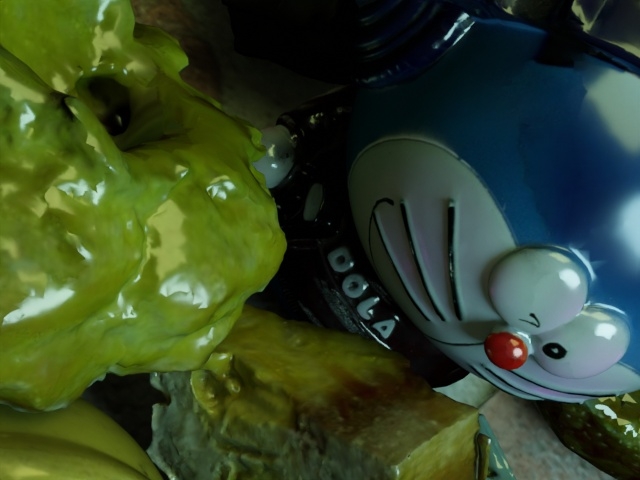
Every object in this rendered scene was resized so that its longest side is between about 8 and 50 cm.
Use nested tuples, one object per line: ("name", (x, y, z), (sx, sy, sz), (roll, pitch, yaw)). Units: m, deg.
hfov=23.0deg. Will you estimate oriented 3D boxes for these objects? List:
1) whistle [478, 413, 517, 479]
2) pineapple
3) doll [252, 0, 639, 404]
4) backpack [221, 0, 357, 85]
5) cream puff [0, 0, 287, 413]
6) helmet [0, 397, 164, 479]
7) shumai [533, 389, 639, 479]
("whistle", (0.135, 0.250, 0.882), (0.068, 0.057, 0.326), (-26, 75, -4))
("pineapple", (0.002, 0.129, 0.775), (0.114, 0.186, 0.236), (-34, 96, -46))
("doll", (0.103, -0.026, 0.822), (0.284, 0.310, 0.240), (43, 61, -17))
("backpack", (0.082, -0.310, 0.941), (0.254, 0.446, 0.363), (21, 47, -7))
("cream puff", (-0.143, -0.048, 0.736), (0.281, 0.185, 0.282), (5, 22, -2))
("helmet", (-0.152, 0.134, 0.707), (0.257, 0.140, 0.205), (27, 50, -22))
("shumai", (0.219, 0.025, 1.009), (0.222, 0.225, 0.261), (-21, 41, -3))
